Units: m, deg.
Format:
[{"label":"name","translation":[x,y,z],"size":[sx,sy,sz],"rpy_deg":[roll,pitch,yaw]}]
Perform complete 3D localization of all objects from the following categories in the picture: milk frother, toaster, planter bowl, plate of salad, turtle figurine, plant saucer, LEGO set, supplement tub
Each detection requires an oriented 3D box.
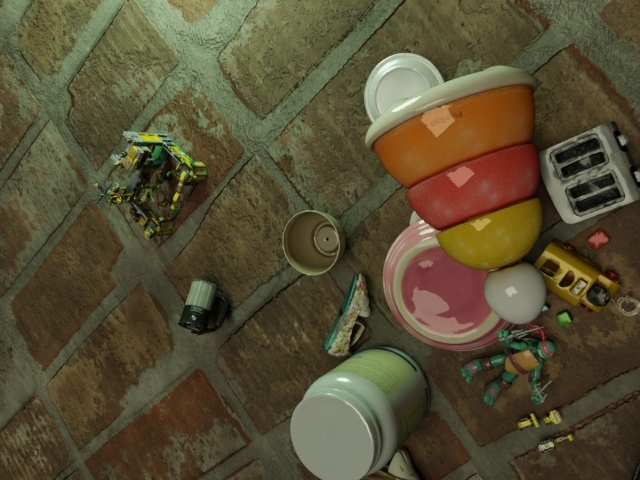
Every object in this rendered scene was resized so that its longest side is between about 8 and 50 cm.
[{"label":"milk frother","translation":[-0.348,0.205,1.700],"size":[0.143,0.129,0.134],"rpy_deg":[-26,45,56]},{"label":"toaster","translation":[0.535,-0.132,1.160],"size":[0.186,0.110,0.167],"rpy_deg":[-24,84,29]},{"label":"planter bowl","translation":[0.000,0.000,1.469],"size":[0.162,0.109,0.161],"rpy_deg":[4,99,28]},{"label":"plate of salad","translation":[0.199,-0.335,1.353],"size":[0.200,0.048,0.199],"rpy_deg":[10,111,25]},{"label":"turtle figurine","translation":[0.434,0.272,1.264],"size":[0.234,0.118,0.175],"rpy_deg":[-41,77,39]},{"label":"plant saucer","translation":[0.296,0.104,1.313],"size":[0.333,0.084,0.331],"rpy_deg":[6,105,22]},{"label":"LEGO set","translation":[-0.514,-0.161,1.680],"size":[0.331,0.192,0.255],"rpy_deg":[-45,75,26]},{"label":"supplement tub","translation":[0.098,0.397,1.344],"size":[0.236,0.325,0.235],"rpy_deg":[4,98,28]}]

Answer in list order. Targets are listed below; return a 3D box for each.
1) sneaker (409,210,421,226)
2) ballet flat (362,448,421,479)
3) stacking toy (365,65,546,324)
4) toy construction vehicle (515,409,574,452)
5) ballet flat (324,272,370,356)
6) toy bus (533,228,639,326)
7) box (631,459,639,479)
[{"label":"sneaker","translation":[0.266,-0.078,1.347],"size":[0.061,0.054,0.152],"rpy_deg":[43,114,14]},{"label":"ballet flat","translation":[0.150,0.573,1.478],"size":[0.343,0.116,0.124],"rpy_deg":[19,86,29]},{"label":"stacking toy","translation":[0.314,-0.062,1.144],"size":[0.351,0.351,0.479],"rpy_deg":[-19,85,29]},{"label":"toy construction vehicle","translation":[0.506,0.426,1.297],"size":[0.098,0.035,0.085],"rpy_deg":[-33,70,25]},{"label":"ballet flat","translation":[0.083,0.195,1.479],"size":[0.077,0.091,0.240],"rpy_deg":[19,112,-6]},{"label":"toy bus","translation":[0.533,0.086,1.193],"size":[0.202,0.104,0.190],"rpy_deg":[-13,90,30]},{"label":"box","translation":[0.726,0.550,1.119],"size":[0.243,0.076,0.307],"rpy_deg":[18,122,26]}]
